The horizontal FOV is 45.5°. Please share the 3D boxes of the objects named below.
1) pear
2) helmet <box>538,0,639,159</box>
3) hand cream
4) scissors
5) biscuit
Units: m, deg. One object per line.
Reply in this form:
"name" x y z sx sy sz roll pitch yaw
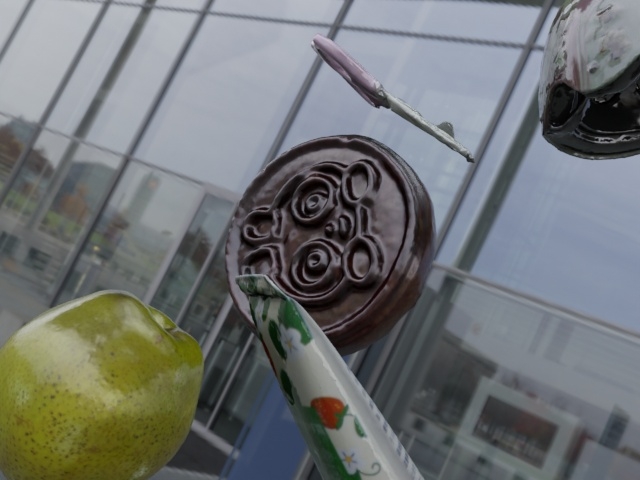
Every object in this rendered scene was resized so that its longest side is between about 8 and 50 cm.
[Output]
"pear" -0.307 0.211 1.028 0.294 0.294 0.294 26 -7 3
"helmet" 0.216 -0.130 0.500 0.153 0.108 0.177 -9 -12 -2
"hand cream" 0.031 0.137 0.413 0.276 0.059 0.095 60 -16 -5
"scissors" 0.069 -0.128 0.699 0.212 0.021 0.110 41 4 38
"biscuit" 0.000 0.000 1.315 0.407 0.408 0.091 21 -6 36
